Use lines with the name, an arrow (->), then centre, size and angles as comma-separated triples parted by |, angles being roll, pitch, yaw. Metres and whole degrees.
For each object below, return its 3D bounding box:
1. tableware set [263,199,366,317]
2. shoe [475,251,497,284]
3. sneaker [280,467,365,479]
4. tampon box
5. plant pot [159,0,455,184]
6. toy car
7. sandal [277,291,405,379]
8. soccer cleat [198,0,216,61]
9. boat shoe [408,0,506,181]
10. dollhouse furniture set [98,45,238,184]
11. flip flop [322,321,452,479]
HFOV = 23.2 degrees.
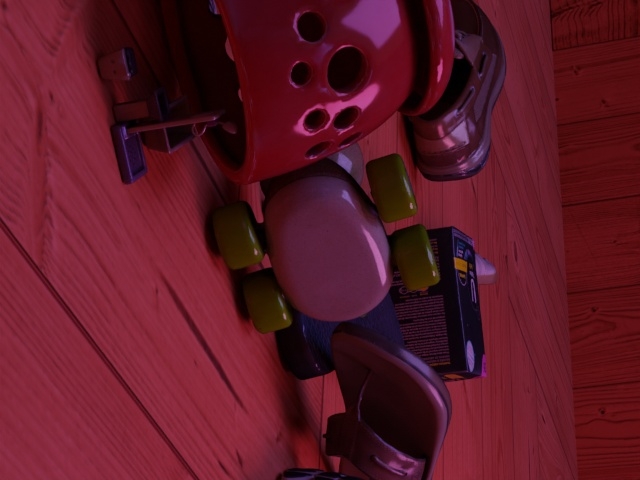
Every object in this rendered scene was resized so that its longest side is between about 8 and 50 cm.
tableware set -> 0.000, 0.000, 1.404 | 0.154, 0.024, 0.104 | 44, 32, -40
shoe -> 0.186, 0.031, 2.054 | 0.219, 0.076, 0.058 | -6, 93, -73
sneaker -> -0.012, 0.231, 1.276 | 0.170, 0.068, 0.071 | -18, 115, -66
tampon box -> 0.119, 0.076, 1.729 | 0.120, 0.101, 0.161 | 22, 61, -72
plant pot -> -0.007, -0.151, 1.113 | 0.191, 0.174, 0.191 | 164, -90, -75
toy car -> -0.002, -0.040, 1.286 | 0.188, 0.155, 0.149 | -100, 171, -49
sandal -> 0.013, 0.080, 1.457 | 0.254, 0.054, 0.097 | 4, 71, -65
soccer cleat -> -0.093, -0.172, 1.217 | 0.035, 0.029, 0.083 | 42, 38, -61
boat shoe -> 0.176, -0.225, 2.073 | 0.324, 0.122, 0.120 | -85, 157, -43
dollhouse furniture set -> -0.090, -0.100, 1.083 | 0.114, 0.081, 0.091 | -50, 130, -70
flip flop -> 0.045, 0.183, 1.363 | 0.080, 0.112, 0.277 | -47, 152, -39
